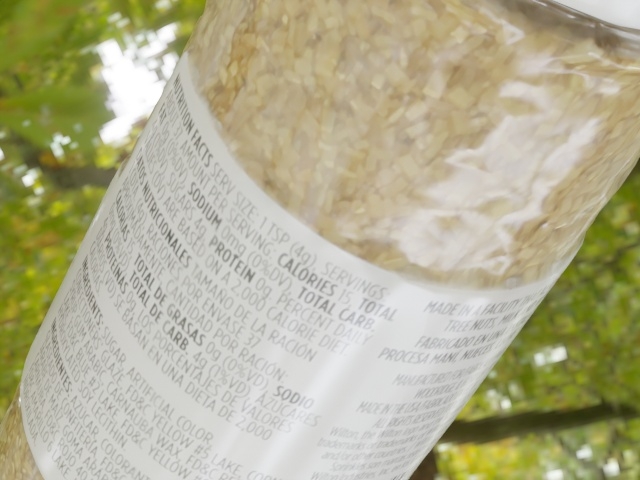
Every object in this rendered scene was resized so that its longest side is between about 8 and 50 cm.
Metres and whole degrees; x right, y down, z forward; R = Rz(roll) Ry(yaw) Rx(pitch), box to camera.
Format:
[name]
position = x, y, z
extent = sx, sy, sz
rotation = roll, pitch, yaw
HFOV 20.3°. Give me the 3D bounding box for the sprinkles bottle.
[sprinkles bottle]
position = 0.000, 0.000, 0.485
extent = 0.121, 0.355, 0.121
rotation = 18, -140, -16
